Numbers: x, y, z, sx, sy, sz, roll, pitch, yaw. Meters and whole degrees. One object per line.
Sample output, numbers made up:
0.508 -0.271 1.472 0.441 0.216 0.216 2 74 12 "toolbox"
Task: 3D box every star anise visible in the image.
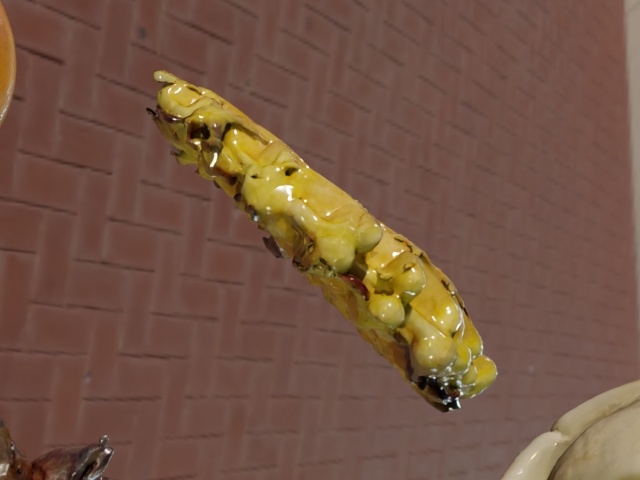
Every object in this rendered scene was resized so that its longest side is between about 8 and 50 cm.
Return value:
-0.289 0.259 1.049 0.272 0.272 0.102 58 19 -46 "star anise"

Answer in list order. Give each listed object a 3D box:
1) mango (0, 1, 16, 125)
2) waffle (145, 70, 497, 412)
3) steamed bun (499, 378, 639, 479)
-0.449 -0.213 1.390 0.154 0.126 0.252 30 51 -59 "mango"
0.000 0.000 1.041 0.095 0.382 0.379 -49 155 -2 "waffle"
0.231 0.196 0.706 0.289 0.276 0.203 61 31 -31 "steamed bun"
